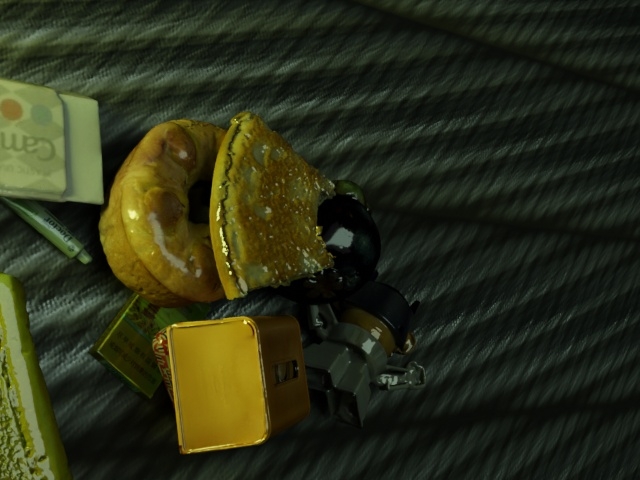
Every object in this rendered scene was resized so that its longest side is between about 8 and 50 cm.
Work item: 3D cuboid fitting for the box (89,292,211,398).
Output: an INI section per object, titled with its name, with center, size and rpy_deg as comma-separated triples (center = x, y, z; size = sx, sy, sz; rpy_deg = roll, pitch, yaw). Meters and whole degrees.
[box]
center = -0.272, 0.144, 1.475
size = 0.121, 0.030, 0.193
rpy_deg = 48, 54, -23

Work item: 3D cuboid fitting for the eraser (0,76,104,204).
[eraser]
center = -0.508, -0.157, 1.286
size = 0.397, 0.082, 0.213
rpy_deg = 6, 72, -40

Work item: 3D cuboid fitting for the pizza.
[pizza]
center = -0.080, -0.039, 1.421
size = 0.223, 0.089, 0.323
rpy_deg = 19, 59, -35

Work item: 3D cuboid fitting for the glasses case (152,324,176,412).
[glasses case]
center = -0.212, 0.225, 1.468
size = 0.073, 0.049, 0.194
rpy_deg = -41, 123, -44

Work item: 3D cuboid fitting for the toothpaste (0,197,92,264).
[toothpaste]
center = -0.424, -0.032, 1.379
size = 0.197, 0.029, 0.048
rpy_deg = 45, 45, -21

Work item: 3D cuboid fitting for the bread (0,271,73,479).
[bread]
center = -0.457, 0.227, 1.241
size = 0.166, 0.112, 0.383
rpy_deg = -15, 91, -37

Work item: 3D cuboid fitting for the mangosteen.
[mangosteen]
center = 0.000, 0.000, 1.611
size = 0.243, 0.243, 0.242
rpy_deg = 10, 75, -40

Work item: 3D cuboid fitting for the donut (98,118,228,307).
[donut]
center = -0.210, -0.044, 1.462
size = 0.317, 0.150, 0.299
rpy_deg = -24, 91, -51

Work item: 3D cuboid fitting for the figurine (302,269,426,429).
[figurine]
center = 0.078, 0.187, 1.696
size = 0.309, 0.143, 0.308
rpy_deg = 7, 78, -38

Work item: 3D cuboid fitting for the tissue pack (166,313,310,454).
[tissue pack]
center = -0.120, 0.213, 1.432
size = 0.274, 0.145, 0.194
rpy_deg = 16, 64, -78
